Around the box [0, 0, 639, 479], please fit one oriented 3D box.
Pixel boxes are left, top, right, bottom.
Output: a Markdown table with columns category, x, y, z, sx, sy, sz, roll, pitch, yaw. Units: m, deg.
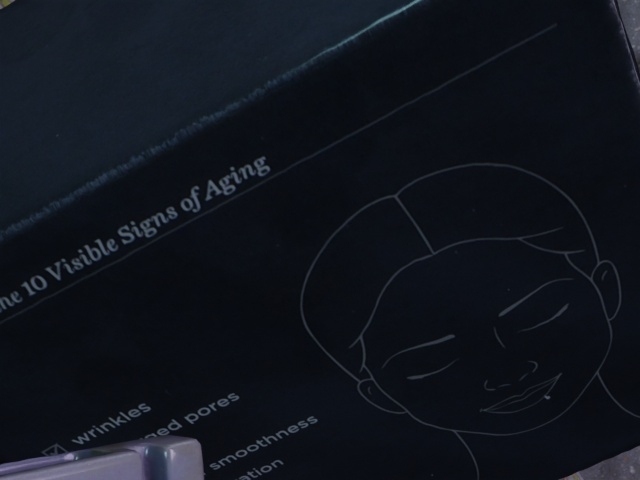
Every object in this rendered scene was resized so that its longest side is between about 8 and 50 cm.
| category | x | y | z | sx | sy | sz | roll | pitch | yaw |
| --- | --- | --- | --- | --- | --- | --- | --- | --- | --- |
| box | 0.000 | 0.000 | 0.686 | 0.471 | 0.480 | 0.297 | 53 | 15 | -42 |

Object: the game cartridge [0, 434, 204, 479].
| category | x | y | z | sx | sy | sz | roll | pitch | yaw |
| --- | --- | --- | --- | --- | --- | --- | --- | --- | --- |
| game cartridge | -0.176 | 0.205 | 0.295 | 0.355 | 0.068 | 0.230 | 3 | 84 | -52 |
